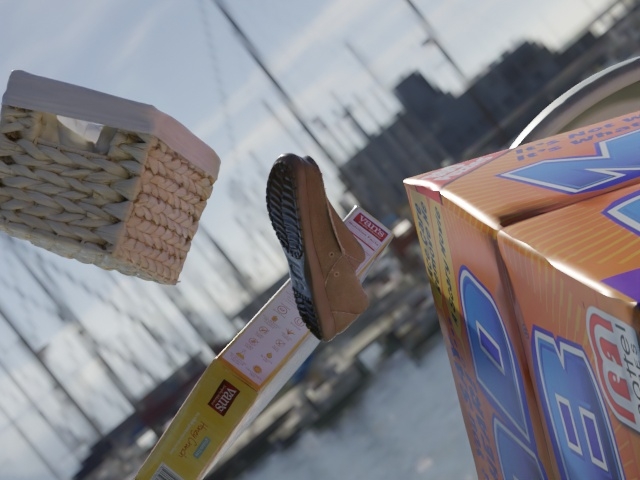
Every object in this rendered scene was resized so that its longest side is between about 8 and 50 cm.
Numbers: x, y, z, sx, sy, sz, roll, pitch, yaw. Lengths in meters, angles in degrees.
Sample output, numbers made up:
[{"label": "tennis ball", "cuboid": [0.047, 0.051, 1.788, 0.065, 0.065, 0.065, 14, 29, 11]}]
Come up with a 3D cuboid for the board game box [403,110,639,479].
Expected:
[{"label": "board game box", "cuboid": [0.294, 0.109, 0.905, 0.356, 0.356, 0.356, -17, 14, -9]}]

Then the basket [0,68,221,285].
[{"label": "basket", "cuboid": [-0.149, -0.037, 1.170, 0.167, 0.113, 0.103, 42, -116, -76]}]

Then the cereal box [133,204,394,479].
[{"label": "cereal box", "cuboid": [-0.042, 0.091, 1.384, 0.240, 0.047, 0.173, -48, -7, -50]}]

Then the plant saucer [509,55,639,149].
[{"label": "plant saucer", "cuboid": [0.326, -0.071, 1.907, 0.400, 0.100, 0.400, -18, -42, -17]}]

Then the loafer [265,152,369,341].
[{"label": "loafer", "cuboid": [0.000, 0.000, 1.222, 0.050, 0.148, 0.056, -24, 34, -22]}]
